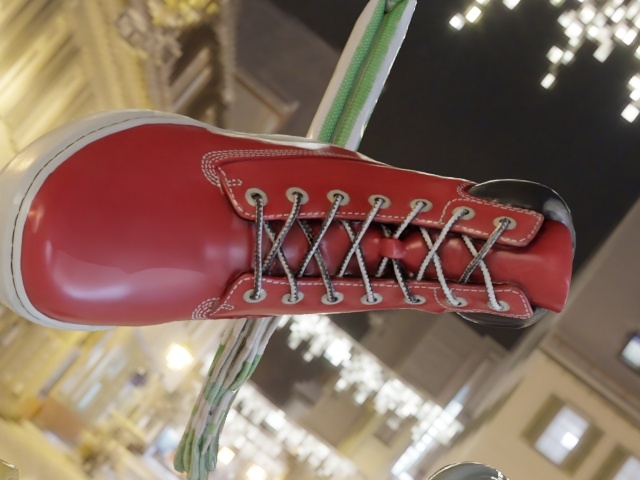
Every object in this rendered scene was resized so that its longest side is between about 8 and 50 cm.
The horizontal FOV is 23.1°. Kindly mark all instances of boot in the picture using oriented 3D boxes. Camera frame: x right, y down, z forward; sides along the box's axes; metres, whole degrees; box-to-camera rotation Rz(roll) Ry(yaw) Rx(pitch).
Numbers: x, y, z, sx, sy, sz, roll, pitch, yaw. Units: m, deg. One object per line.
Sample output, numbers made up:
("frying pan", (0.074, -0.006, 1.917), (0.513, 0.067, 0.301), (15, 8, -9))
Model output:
("boot", (0.000, 0.000, 0.636), (0.176, 0.088, 0.244), (13, 13, 35))

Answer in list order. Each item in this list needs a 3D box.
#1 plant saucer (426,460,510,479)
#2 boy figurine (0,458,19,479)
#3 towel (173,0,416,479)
("plant saucer", (0.171, 0.357, 1.159), (0.101, 0.400, 0.400), (-14, -40, 24))
("boy figurine", (-0.286, 0.295, 1.174), (0.092, 0.285, 0.177), (6, -16, 2))
("towel", (-0.020, -0.001, 1.103), (0.038, 0.248, 0.325), (22, -46, -2))
